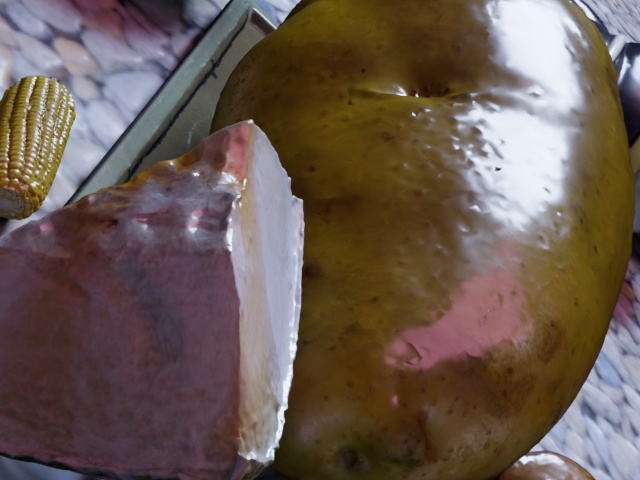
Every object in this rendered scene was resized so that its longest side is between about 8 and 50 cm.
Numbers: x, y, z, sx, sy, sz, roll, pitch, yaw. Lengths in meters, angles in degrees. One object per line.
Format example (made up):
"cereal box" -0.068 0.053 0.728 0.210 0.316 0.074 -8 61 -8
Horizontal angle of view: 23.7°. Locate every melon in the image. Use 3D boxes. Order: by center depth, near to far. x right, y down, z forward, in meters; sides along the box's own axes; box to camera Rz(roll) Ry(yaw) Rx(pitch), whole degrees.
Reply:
"melon" -0.066 0.034 0.545 0.202 0.093 0.139 -23 56 -24

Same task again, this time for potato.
"potato" 0.047 -0.021 0.733 0.195 0.176 0.369 37 34 -19

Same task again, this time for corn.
"corn" -0.133 -0.043 0.688 0.037 0.037 0.092 37 33 -23

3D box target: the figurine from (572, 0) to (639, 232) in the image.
"figurine" 0.197 -0.092 1.121 0.236 0.133 0.176 25 71 -17

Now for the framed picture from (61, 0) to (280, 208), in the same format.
"framed picture" 0.000 0.000 0.844 0.247 0.022 0.335 43 28 -11

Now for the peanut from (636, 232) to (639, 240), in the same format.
"peanut" 0.281 -0.050 1.251 0.214 0.090 0.098 53 -13 16

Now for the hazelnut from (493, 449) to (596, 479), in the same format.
"hazelnut" 0.103 0.145 0.745 0.086 0.086 0.086 36 29 -24
